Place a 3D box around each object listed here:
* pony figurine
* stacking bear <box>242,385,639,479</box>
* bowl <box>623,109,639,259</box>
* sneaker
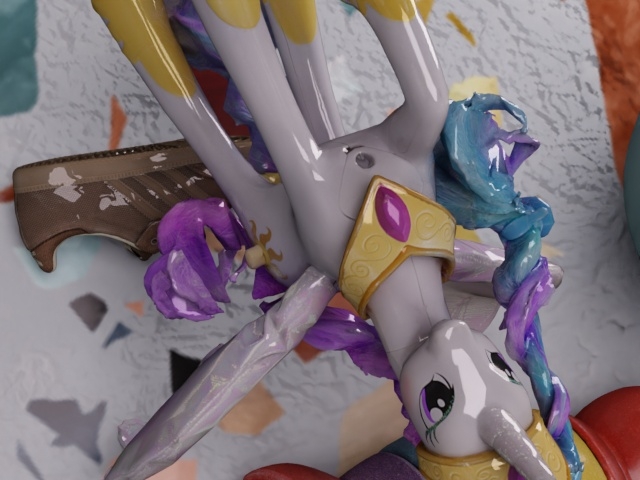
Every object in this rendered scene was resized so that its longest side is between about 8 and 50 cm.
[{"bbox_3d":[0.000,0.000,0.965,0.303,0.351,0.363,-25,91,-18],"label":"pony figurine"},{"bbox_3d":[0.125,0.174,1.081,0.289,0.164,0.175,-18,84,-24],"label":"stacking bear"},{"bbox_3d":[0.330,-0.037,1.177,0.312,0.163,0.311,4,76,-16],"label":"bowl"},{"bbox_3d":[-0.100,-0.026,1.112,0.188,0.066,0.071,-8,99,-14],"label":"sneaker"}]
